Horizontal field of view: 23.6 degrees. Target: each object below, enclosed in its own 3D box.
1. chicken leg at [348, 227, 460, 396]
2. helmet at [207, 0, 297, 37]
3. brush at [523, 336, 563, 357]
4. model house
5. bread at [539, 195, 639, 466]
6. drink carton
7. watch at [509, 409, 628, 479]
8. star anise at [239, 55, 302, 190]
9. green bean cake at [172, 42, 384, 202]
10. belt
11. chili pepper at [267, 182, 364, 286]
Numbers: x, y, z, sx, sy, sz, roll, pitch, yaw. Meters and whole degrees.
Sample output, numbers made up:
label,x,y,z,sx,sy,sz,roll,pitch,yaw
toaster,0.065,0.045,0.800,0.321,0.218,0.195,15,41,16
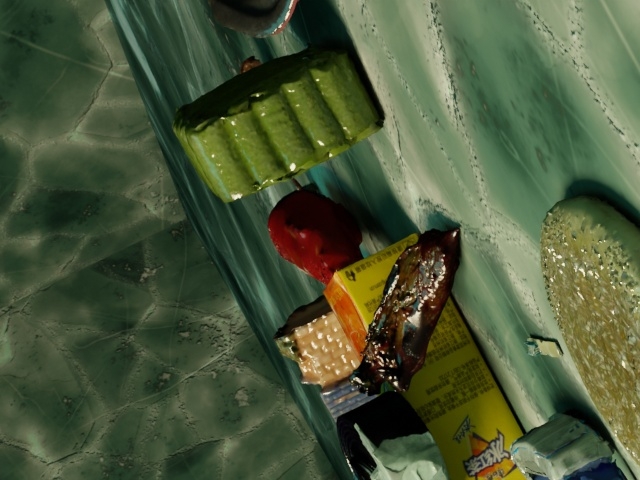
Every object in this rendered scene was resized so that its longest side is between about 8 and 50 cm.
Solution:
label,x,y,z,sx,sy,sz,roll,pitch,yaw
chicken leg,0.094,0.074,1.597,0.234,0.063,0.105,-68,24,19
helmet,-0.057,-0.308,1.351,0.253,0.154,0.198,37,138,30
brush,0.206,0.101,1.425,0.016,0.013,0.083,66,169,-4
model house,0.049,0.154,2.032,0.172,0.166,0.183,61,-177,-6
bread,0.236,0.089,1.134,0.267,0.040,0.267,61,170,18
drink carton,0.135,0.178,1.732,0.351,0.111,0.154,63,171,7
watch,0.275,0.298,1.467,0.275,0.068,0.276,58,170,7
star anise,-0.059,-0.158,2.043,0.191,0.070,0.097,61,169,4
green bean cake,-0.052,-0.128,1.653,0.113,0.200,0.214,65,170,-14
belt,0.080,0.244,1.652,0.151,0.078,0.198,64,167,3
chili pepper,0.000,0.000,2.005,0.110,0.110,0.387,67,173,-18
